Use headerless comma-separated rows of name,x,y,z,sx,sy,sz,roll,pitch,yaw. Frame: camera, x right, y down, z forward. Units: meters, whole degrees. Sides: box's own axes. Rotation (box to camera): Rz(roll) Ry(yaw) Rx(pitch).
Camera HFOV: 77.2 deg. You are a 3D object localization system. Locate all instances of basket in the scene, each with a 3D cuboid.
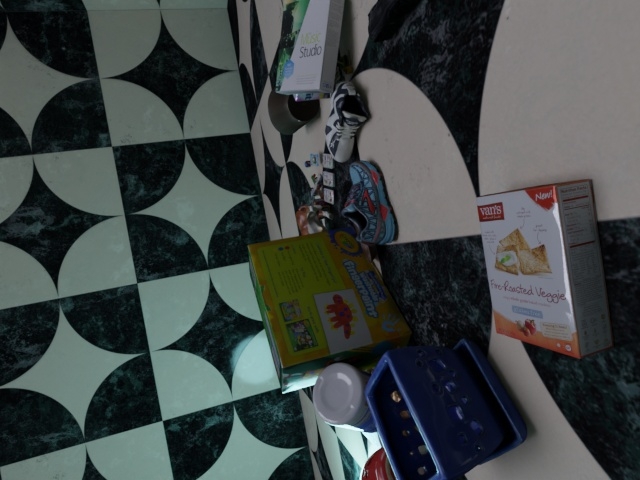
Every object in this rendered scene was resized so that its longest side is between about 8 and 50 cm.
basket,-0.102,-0.518,1.561,0.227,0.154,0.204,-149,50,-65

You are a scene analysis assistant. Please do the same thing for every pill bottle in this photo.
pill bottle,0.111,0.436,1.089,0.272,0.152,0.152,41,-162,-46

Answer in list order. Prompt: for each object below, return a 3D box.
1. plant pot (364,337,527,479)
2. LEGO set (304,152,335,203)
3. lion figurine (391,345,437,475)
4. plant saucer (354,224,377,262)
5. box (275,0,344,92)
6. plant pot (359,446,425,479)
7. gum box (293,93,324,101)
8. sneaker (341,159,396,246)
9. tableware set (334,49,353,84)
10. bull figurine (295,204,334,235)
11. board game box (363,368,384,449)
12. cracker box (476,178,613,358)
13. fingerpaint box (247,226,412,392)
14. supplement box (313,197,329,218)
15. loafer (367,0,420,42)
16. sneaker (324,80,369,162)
plant pot,0.242,0.344,0.803,0.236,0.212,0.236,98,156,-49
LEGO set,0.008,-0.250,1.564,0.244,0.060,0.182,26,122,59
lion figurine,0.246,0.486,1.022,0.240,0.142,0.392,-107,6,-70
plant saucer,0.135,-0.015,1.208,0.168,0.029,0.168,162,90,-90
box,-0.035,-0.600,1.175,0.232,0.058,0.322,20,107,48
plant pot,0.220,0.674,1.134,0.174,0.191,0.191,100,154,-45
gum box,-0.033,-0.561,1.358,0.188,0.107,0.062,108,148,-59
sneaker,0.115,-0.109,1.105,0.104,0.125,0.261,114,143,-62
tableware set,0.063,-0.496,1.223,0.154,0.024,0.104,164,95,-74
bull figurine,0.000,0.000,1.561,0.188,0.101,0.310,-26,91,56
board game box,0.120,0.527,1.408,0.319,0.066,0.318,24,134,58
cracker box,0.322,0.036,0.594,0.156,0.067,0.232,178,82,-73
fingerpaint box,0.004,0.186,1.232,0.163,0.371,0.444,95,157,-45
supplement box,0.004,-0.130,1.622,0.083,0.043,0.055,-123,26,-55
loafer,0.148,-0.498,0.832,0.223,0.076,0.078,176,76,-78
sneaker,0.076,-0.329,1.153,0.153,0.094,0.235,-113,29,-62
